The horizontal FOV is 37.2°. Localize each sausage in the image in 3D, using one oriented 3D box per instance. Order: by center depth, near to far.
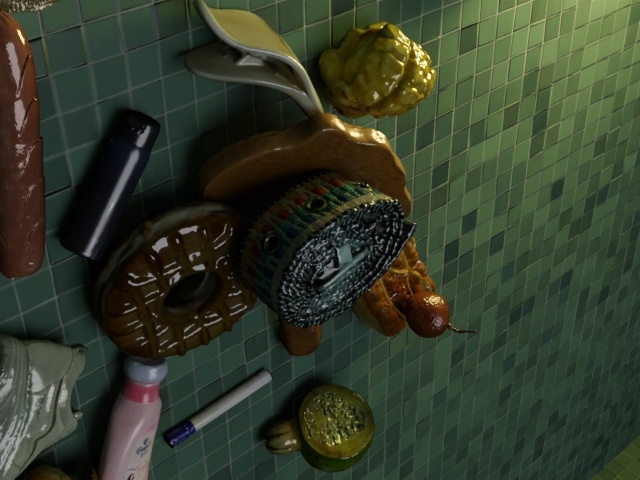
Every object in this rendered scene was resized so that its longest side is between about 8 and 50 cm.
[{"bbox_3d":[-0.440,-0.127,1.360,0.088,0.088,0.433,-22,129,-38],"label":"sausage"}]

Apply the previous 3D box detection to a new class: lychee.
[{"bbox_3d":[0.247,0.172,2.106,0.101,0.114,0.140,-42,117,-7],"label":"lychee"}]

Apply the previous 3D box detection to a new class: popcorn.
[{"bbox_3d":[0.104,-0.299,1.764,0.203,0.226,0.200,-36,125,20],"label":"popcorn"}]

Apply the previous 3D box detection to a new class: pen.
[{"bbox_3d":[-0.208,0.344,1.967,0.269,0.033,0.033,-32,135,-31],"label":"pen"}]

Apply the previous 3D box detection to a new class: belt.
[{"bbox_3d":[0.000,0.000,1.611,0.295,0.160,0.207,-42,137,-17],"label":"belt"}]

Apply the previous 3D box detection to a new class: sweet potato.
[{"bbox_3d":[-0.046,0.131,1.955,0.097,0.097,0.292,-29,133,-33],"label":"sweet potato"}]

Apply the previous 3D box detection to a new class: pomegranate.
[{"bbox_3d":[0.004,0.450,2.153,0.241,0.190,0.159,-35,160,-29],"label":"pomegranate"}]

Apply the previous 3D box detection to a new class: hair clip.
[{"bbox_3d":[-0.106,-0.305,1.560,0.282,0.172,0.113,11,122,-38],"label":"hair clip"}]

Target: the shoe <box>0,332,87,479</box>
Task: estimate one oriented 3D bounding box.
[{"bbox_3d":[-0.487,0.311,1.558,0.210,0.132,0.342,4,107,-46],"label":"shoe"}]

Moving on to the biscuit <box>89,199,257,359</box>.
[{"bbox_3d":[-0.239,0.073,1.647,0.332,0.103,0.332,-24,141,-21],"label":"biscuit"}]

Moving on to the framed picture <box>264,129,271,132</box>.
[{"bbox_3d":[-0.091,-0.130,1.798,0.109,0.011,0.149,9,107,-50],"label":"framed picture"}]

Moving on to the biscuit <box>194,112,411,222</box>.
[{"bbox_3d":[-0.030,-0.087,1.714,0.365,0.062,0.385,-23,146,14],"label":"biscuit"}]

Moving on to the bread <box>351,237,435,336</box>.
[{"bbox_3d":[0.147,0.087,2.123,0.185,0.114,0.275,-47,142,-14],"label":"bread"}]

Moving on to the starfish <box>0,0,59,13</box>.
[{"bbox_3d":[-0.427,-0.318,1.221,0.238,0.216,0.071,-18,172,-3],"label":"starfish"}]

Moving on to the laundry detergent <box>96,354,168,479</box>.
[{"bbox_3d":[-0.350,0.363,1.762,0.159,0.087,0.335,-56,162,-72],"label":"laundry detergent"}]

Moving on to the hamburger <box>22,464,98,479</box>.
[{"bbox_3d":[-0.468,0.512,1.649,0.163,0.244,0.244,13,105,-29],"label":"hamburger"}]

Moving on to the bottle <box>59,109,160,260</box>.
[{"bbox_3d":[-0.331,-0.090,1.514,0.244,0.072,0.082,-63,179,6],"label":"bottle"}]
